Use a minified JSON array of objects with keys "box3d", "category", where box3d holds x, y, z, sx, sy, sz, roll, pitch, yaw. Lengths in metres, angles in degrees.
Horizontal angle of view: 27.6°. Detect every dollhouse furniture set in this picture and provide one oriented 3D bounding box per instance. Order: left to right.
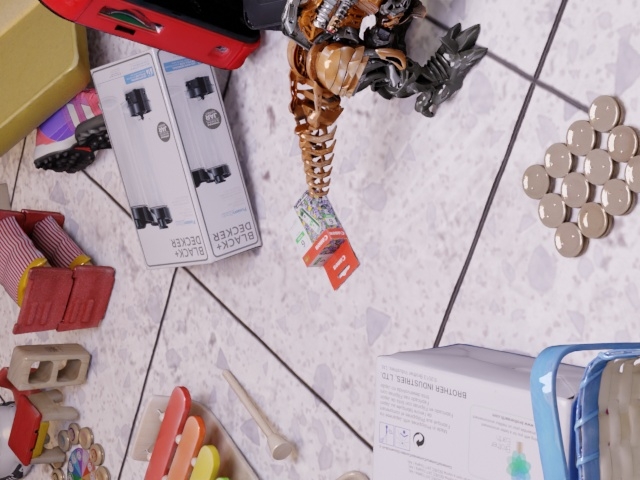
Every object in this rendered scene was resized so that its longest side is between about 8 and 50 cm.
[{"box3d":[-0.478,0.156,2.088,0.201,0.152,0.374,38,118,42],"category":"dollhouse furniture set"}]

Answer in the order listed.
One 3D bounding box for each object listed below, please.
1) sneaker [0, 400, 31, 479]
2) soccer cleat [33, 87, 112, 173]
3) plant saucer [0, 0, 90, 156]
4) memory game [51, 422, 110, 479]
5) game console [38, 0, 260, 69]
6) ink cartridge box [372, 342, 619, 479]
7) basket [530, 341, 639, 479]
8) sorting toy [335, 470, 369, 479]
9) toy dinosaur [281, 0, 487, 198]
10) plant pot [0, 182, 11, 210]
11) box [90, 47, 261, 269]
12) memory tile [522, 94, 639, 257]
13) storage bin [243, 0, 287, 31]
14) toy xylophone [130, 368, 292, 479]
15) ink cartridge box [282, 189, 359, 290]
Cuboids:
[{"box3d":[-0.655,0.375,2.278,0.366,0.210,0.137,-24,74,48],"category":"sneaker"},{"box3d":[-0.336,-0.189,1.954,0.318,0.109,0.116,-17,71,50],"category":"soccer cleat"},{"box3d":[-0.471,-0.277,2.020,0.333,0.081,0.332,-34,48,25],"category":"plant saucer"},{"box3d":[-0.392,0.389,2.120,0.186,0.012,0.186,3,94,50],"category":"memory game"},{"box3d":[-0.249,-0.386,1.622,0.060,0.386,0.342,-37,64,27],"category":"game console"},{"box3d":[0.185,0.321,1.321,0.270,0.151,0.395,8,97,50],"category":"ink cartridge box"},{"box3d":[0.289,0.197,1.080,0.201,0.289,0.254,-4,92,55],"category":"basket"},{"box3d":[0.027,0.413,1.602,0.193,0.038,0.208,-45,60,42],"category":"sorting toy"},{"box3d":[0.033,-0.212,1.418,0.164,0.218,0.322,56,131,31],"category":"toy dinosaur"},{"box3d":[-0.610,-0.034,2.289,0.109,0.096,0.109,-23,75,49],"category":"plant pot"},{"box3d":[-0.194,-0.111,1.746,0.169,0.087,0.290,-5,102,50],"category":"box"},{"box3d":[0.269,-0.062,1.305,0.148,0.012,0.113,-48,57,39],"category":"memory tile"},{"box3d":[-0.027,-0.349,1.585,0.122,0.084,0.180,1,94,50],"category":"storage bin"},{"box3d":[-0.146,0.315,1.755,0.323,0.081,0.236,37,119,49],"category":"toy xylophone"},{"box3d":[0.000,0.000,1.615,0.063,0.029,0.115,-49,56,39],"category":"ink cartridge box"}]
